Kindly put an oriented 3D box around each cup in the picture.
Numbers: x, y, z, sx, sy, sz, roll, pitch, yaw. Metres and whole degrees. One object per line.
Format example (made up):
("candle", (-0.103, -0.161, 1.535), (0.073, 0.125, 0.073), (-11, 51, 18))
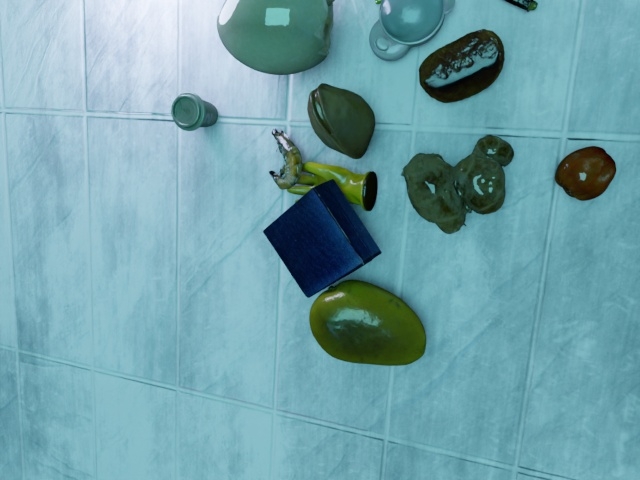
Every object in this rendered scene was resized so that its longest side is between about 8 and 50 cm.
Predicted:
("cup", (-0.399, -0.408, 1.587), (0.120, 0.141, 0.120), (2, 98, 15))

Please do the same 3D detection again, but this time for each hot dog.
("hot dog", (0.380, -0.467, 1.333), (0.227, 0.099, 0.160), (-16, 94, 22))

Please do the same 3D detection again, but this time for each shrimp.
("shrimp", (-0.121, -0.250, 1.540), (0.150, 0.051, 0.217), (-55, 48, 39))

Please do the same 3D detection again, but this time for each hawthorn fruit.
("hawthorn fruit", (0.682, -0.174, 1.264), (0.138, 0.133, 0.133), (-42, 84, 9))

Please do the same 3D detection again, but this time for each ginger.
("ginger", (0.393, -0.157, 1.364), (0.304, 0.155, 0.244), (-19, 86, 13))

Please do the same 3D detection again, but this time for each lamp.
("lamp", (0.233, -0.610, 1.356), (0.179, 0.108, 0.246), (48, 110, 11))

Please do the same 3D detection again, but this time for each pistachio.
("pistachio", (0.055, -0.333, 1.385), (0.163, 0.260, 0.212), (-29, 80, 30))

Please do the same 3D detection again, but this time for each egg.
("egg", (-0.129, -0.613, 1.388), (0.336, 0.278, 0.278), (7, 101, 14))

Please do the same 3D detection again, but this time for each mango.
("mango", (0.142, 0.260, 1.489), (0.365, 0.182, 0.252), (21, 104, 15))

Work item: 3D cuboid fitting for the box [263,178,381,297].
("box", (0.000, 0.000, 1.487), (0.279, 0.116, 0.261), (-36, 85, 45))

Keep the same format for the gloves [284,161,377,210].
("gloves", (0.018, -0.164, 1.513), (0.295, 0.116, 0.133), (9, 94, 24))

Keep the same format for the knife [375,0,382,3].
("knife", (0.179, -0.754, 1.393), (0.078, 0.023, 0.166), (13, 105, 40))

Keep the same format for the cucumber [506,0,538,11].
("cucumber", (0.506, -0.641, 1.297), (0.135, 0.034, 0.033), (36, 125, 14))
